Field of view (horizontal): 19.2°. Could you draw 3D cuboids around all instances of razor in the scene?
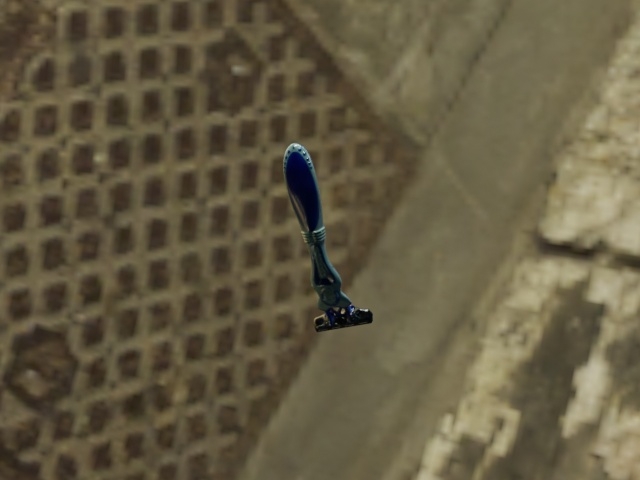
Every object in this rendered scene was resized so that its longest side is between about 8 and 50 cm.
[{"bbox_3d":[0.000,0.003,1.330,0.028,0.044,0.154,-82,160,-58],"label":"razor"}]
